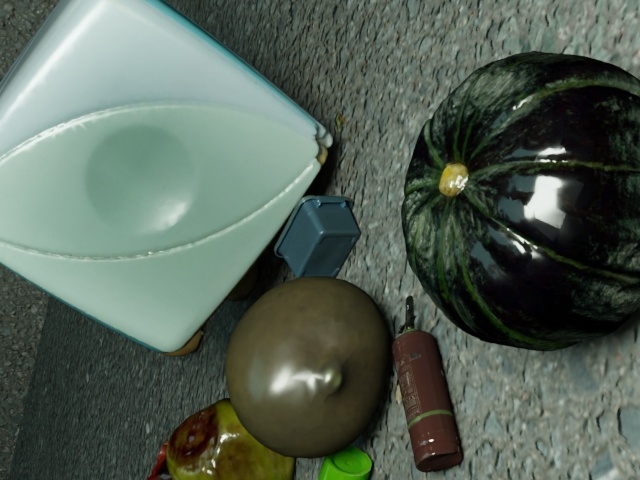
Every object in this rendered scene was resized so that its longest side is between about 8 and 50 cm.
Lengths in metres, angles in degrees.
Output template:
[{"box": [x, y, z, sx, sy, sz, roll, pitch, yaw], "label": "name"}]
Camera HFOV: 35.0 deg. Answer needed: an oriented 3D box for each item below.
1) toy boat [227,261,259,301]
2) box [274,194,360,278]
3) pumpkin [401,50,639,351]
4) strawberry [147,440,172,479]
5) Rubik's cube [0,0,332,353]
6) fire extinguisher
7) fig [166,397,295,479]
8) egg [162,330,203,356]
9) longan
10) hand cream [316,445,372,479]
[{"box": [-0.145, 0.021, 1.486, 0.188, 0.061, 0.116, 43, 119, 61], "label": "toy boat"}, {"box": [0.000, 0.000, 1.171, 0.054, 0.074, 0.099, 60, 137, 35], "label": "box"}, {"box": [0.154, -0.030, 0.729, 0.220, 0.162, 0.220, -25, 61, 56], "label": "pumpkin"}, {"box": [-0.210, 0.392, 1.457, 0.233, 0.138, 0.306, -60, 0, 0], "label": "strawberry"}, {"box": [-0.233, -0.111, 1.262, 0.347, 0.351, 0.352, -53, 18, 5], "label": "Rubik's cube"}, {"box": [0.094, 0.138, 0.946, 0.078, 0.045, 0.157, 95, 168, -54], "label": "fire extinguisher"}, {"box": [-0.096, 0.272, 1.226, 0.144, 0.154, 0.166, -28, 87, 43], "label": "fig"}, {"box": [-0.236, 0.143, 1.605, 0.080, 0.096, 0.080, -170, 90, -71], "label": "egg"}, {"box": [-0.013, 0.127, 1.034, 0.189, 0.189, 0.189, -171, 90, -66], "label": "longan"}, {"box": [-0.004, 0.343, 1.092, 0.079, 0.050, 0.275, -72, -2, -64], "label": "hand cream"}]
